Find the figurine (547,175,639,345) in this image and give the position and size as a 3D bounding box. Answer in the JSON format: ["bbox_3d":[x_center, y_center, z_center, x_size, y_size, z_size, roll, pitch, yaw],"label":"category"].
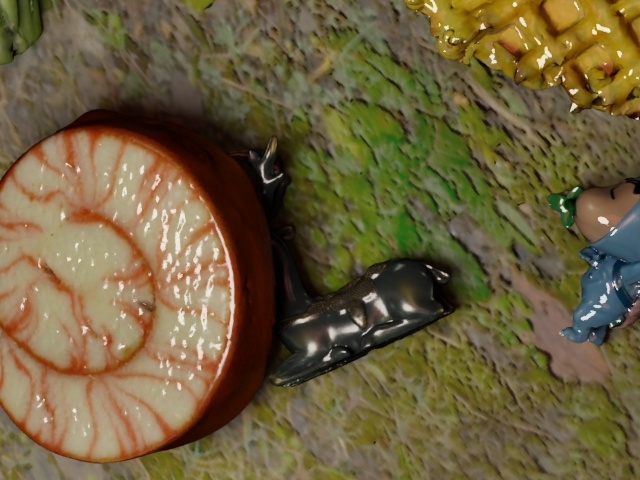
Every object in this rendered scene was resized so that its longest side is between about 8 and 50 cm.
[{"bbox_3d":[0.266,0.008,1.715,0.144,0.114,0.178,28,102,11],"label":"figurine"}]

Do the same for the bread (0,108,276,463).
[{"bbox_3d":[-0.183,0.047,1.747,0.295,0.114,0.327,12,100,26],"label":"bread"}]

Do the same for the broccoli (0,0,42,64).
[{"bbox_3d":[-0.339,-0.288,1.782,0.263,0.247,0.243,-31,121,-27],"label":"broccoli"}]

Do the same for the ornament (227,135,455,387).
[{"bbox_3d":[0.000,0.000,1.771,0.202,0.080,0.236,-25,84,13],"label":"ornament"}]

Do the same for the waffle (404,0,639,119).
[{"bbox_3d":[0.260,-0.310,1.726,0.382,0.095,0.379,18,93,7],"label":"waffle"}]
